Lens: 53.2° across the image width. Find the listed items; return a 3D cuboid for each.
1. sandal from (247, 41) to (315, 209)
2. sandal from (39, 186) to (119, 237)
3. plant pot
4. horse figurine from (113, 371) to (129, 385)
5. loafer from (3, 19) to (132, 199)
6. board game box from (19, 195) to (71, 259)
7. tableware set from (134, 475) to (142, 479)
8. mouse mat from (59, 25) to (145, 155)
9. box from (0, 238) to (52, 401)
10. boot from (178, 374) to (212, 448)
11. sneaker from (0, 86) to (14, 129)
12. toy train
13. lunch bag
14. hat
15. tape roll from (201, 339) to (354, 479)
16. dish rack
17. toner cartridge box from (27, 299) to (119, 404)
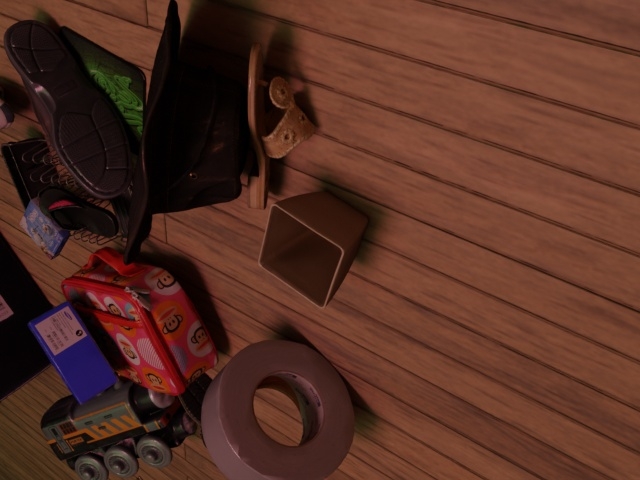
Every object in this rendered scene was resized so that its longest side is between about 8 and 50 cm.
[{"bbox_3d":[-0.047,-0.134,0.797,0.079,0.088,0.240,6,135,-1],"label":"sandal"},{"bbox_3d":[-0.413,-0.043,1.064,0.179,0.040,0.067,16,126,27],"label":"sandal"},{"bbox_3d":[0.000,0.000,0.812,0.109,0.096,0.109,34,134,18],"label":"plant pot"},{"bbox_3d":[-0.465,0.347,1.439,0.175,0.066,0.263,10,118,20],"label":"horse figurine"},{"bbox_3d":[-0.390,-0.196,1.006,0.302,0.109,0.095,60,155,-1],"label":"loafer"},{"bbox_3d":[-0.498,-0.021,1.155,0.090,0.020,0.090,50,135,0],"label":"board game box"},{"bbox_3d":[-0.467,0.704,1.717,0.141,0.020,0.168,47,138,7],"label":"tableware set"},{"bbox_3d":[-0.344,-0.233,1.005,0.190,0.007,0.152,31,133,19],"label":"mouse mat"},{"bbox_3d":[-0.919,0.181,1.539,0.472,0.297,0.479,-23,102,44],"label":"box"},{"bbox_3d":[-0.230,0.350,1.255,0.198,0.077,0.137,51,142,2],"label":"boot"},{"bbox_3d":[-0.621,-0.247,1.167,0.258,0.091,0.094,40,145,41],"label":"sneaker"},{"bbox_3d":[-0.421,0.387,1.334,0.334,0.142,0.190,-22,105,22],"label":"toy train"},{"bbox_3d":[-0.331,0.130,1.136,0.293,0.120,0.258,4,123,45],"label":"lunch bag"},{"bbox_3d":[-0.154,-0.119,0.805,0.134,0.331,0.331,9,135,-14],"label":"hat"},{"bbox_3d":[-0.061,0.259,0.945,0.219,0.219,0.072,46,135,5],"label":"tape roll"},{"bbox_3d":[-0.428,-0.081,1.125,0.272,0.074,0.208,9,124,34],"label":"dish rack"},{"bbox_3d":[-0.477,0.206,1.209,0.165,0.075,0.348,62,155,-6],"label":"toner cartridge box"}]
